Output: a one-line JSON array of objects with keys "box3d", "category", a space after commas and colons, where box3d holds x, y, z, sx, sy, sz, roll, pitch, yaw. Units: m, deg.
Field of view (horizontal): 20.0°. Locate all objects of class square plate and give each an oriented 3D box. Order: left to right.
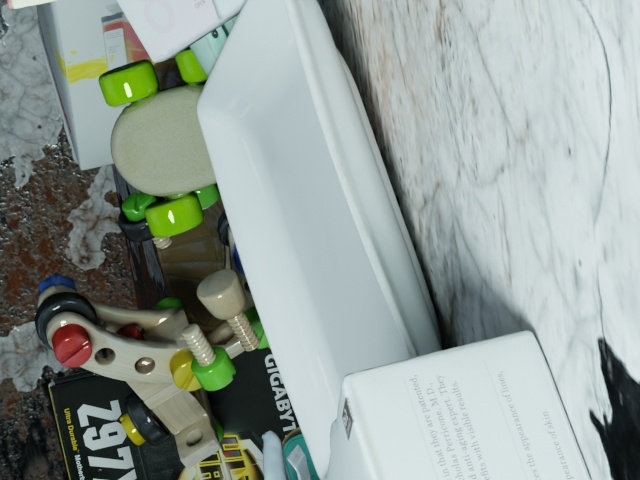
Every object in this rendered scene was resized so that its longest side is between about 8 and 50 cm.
[{"box3d": [0.000, 0.000, 1.381, 0.344, 0.049, 0.347, 132, 121, -71], "category": "square plate"}]

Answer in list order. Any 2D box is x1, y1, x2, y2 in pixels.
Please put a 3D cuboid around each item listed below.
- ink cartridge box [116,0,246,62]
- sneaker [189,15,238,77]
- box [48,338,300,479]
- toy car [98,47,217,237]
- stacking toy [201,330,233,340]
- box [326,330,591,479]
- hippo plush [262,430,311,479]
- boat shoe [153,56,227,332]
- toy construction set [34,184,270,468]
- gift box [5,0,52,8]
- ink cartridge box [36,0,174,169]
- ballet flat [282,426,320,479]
[{"box3d": [-0.124, -0.271, 1.381, 0.232, 0.066, 0.189, 55, 143, -8], "category": "ink cartridge box"}, {"box3d": [-0.060, -0.227, 1.461, 0.151, 0.094, 0.256, 57, 154, 18], "category": "sneaker"}, {"box3d": [-0.121, 0.273, 1.859, 0.079, 0.257, 0.322, 105, 151, -69], "category": "box"}, {"box3d": [-0.103, -0.111, 1.679, 0.188, 0.148, 0.155, -57, -49, -71], "category": "toy car"}, {"box3d": [-0.141, 0.201, 2.214, 0.279, 0.130, 0.309, -126, 26, -63], "category": "stacking toy"}, {"box3d": [0.085, 0.178, 1.062, 0.181, 0.119, 0.182, 97, 158, -62], "category": "box"}, {"box3d": [-0.050, 0.352, 1.480, 0.294, 0.236, 0.234, 62, 169, -7], "category": "hippo plush"}, {"box3d": [-0.114, -0.052, 1.912, 0.098, 0.109, 0.302, -37, -59, -58], "category": "boat shoe"}, {"box3d": [-0.095, 0.106, 1.726, 0.309, 0.257, 0.237, 23, 148, 52], "category": "toy construction set"}, {"box3d": [-0.086, -0.273, 1.052, 0.276, 0.258, 0.255, -124, 24, -55], "category": "gift box"}, {"box3d": [-0.252, -0.317, 2.106, 0.385, 0.160, 0.279, 91, 163, -50], "category": "ink cartridge box"}, {"box3d": [0.023, 0.283, 1.679, 0.073, 0.080, 0.232, 24, -128, -68], "category": "ballet flat"}]
